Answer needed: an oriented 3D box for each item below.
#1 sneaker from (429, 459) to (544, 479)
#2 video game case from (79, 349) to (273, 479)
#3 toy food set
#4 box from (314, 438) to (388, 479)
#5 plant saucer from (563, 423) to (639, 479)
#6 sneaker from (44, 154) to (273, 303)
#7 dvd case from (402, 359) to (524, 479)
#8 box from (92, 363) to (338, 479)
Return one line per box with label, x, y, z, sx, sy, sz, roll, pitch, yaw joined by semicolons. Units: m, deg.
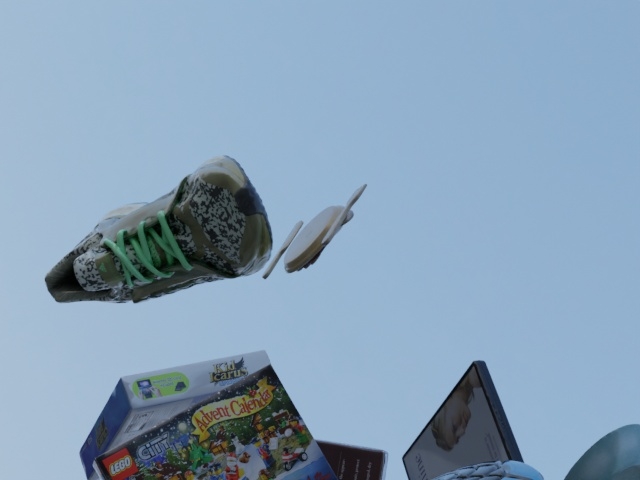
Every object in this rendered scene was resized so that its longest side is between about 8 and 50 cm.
sneaker;0.110;0.330;1.369;0.341;0.125;0.140;-31;-104;39
video game case;-0.227;0.275;2.029;0.269;0.244;0.061;-55;-129;49
toy food set;0.000;0.000;1.820;0.038;0.132;0.192;41;-32;-13
box;0.011;0.445;2.335;0.203;0.167;0.168;8;-8;7
plant saucer;0.409;0.348;1.831;0.037;0.195;0.195;40;-37;41
sneaker;-0.213;0.020;1.632;0.410;0.182;0.158;-23;-85;51
dvd case;0.189;0.305;1.754;0.253;0.022;0.180;118;-36;-44
box;-0.119;0.265;1.476;0.159;0.233;0.044;59;-22;10
